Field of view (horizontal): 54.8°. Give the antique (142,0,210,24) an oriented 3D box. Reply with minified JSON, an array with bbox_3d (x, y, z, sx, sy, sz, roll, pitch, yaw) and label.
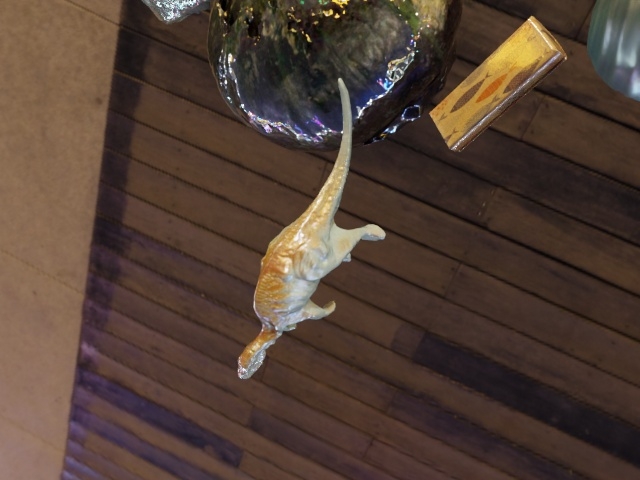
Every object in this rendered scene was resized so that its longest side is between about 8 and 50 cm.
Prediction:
[{"bbox_3d":[-0.096,-0.315,0.607,0.284,0.125,0.150,11,140,48],"label":"antique"}]

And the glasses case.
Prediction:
[{"bbox_3d":[0.217,-0.187,0.764,0.170,0.041,0.064,-42,54,32],"label":"glasses case"}]

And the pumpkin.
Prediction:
[{"bbox_3d":[0.018,-0.368,1.039,0.455,0.454,0.344,-8,151,27],"label":"pumpkin"}]

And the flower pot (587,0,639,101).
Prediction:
[{"bbox_3d":[0.377,-0.194,0.562,0.243,0.189,0.157,16,115,17],"label":"flower pot"}]

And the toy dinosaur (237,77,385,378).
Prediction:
[{"bbox_3d":[0.000,0.000,0.784,0.092,0.206,0.392,34,121,31],"label":"toy dinosaur"}]
